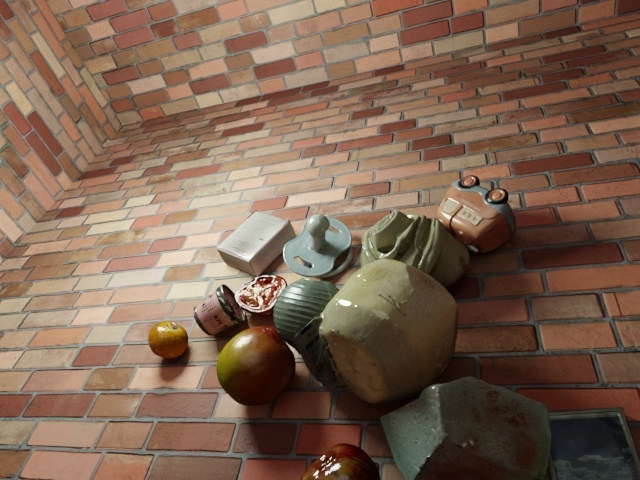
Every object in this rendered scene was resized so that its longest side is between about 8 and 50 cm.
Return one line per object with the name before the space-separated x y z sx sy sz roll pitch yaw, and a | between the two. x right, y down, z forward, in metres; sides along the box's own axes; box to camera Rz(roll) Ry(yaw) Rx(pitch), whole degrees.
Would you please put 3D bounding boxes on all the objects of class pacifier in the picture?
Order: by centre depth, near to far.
pacifier | 0.000 0.000 1.750 0.238 0.226 0.287 30 60 23

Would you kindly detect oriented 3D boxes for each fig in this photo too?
fig | 0.052 0.571 1.087 0.205 0.205 0.205 -13 39 11

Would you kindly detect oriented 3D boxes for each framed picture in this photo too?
framed picture | 0.592 0.488 1.057 0.188 0.023 0.260 -10 40 19

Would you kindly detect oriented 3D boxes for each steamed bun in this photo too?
steamed bun | 0.272 0.034 1.556 0.309 0.219 0.324 -40 39 -5

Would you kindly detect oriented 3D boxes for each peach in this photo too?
peach | -0.185 0.364 1.418 0.230 0.231 0.231 -13 39 11

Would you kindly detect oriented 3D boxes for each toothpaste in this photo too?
toothpaste | -0.008 0.317 1.339 0.061 0.266 0.096 25 56 40

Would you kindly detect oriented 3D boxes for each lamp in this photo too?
lamp | -0.030 0.233 1.484 0.265 0.233 0.233 10 48 29

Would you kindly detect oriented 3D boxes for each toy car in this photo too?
toy car | 0.509 -0.072 1.640 0.212 0.181 0.270 -40 42 -7

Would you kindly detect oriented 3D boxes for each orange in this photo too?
orange | -0.520 0.343 1.663 0.135 0.118 0.135 13 11 -2

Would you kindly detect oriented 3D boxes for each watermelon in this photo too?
watermelon | 0.302 0.413 1.088 0.386 0.259 0.229 -8 37 23

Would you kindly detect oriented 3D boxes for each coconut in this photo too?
coconut | 0.193 0.227 1.283 0.346 0.347 0.360 20 45 40

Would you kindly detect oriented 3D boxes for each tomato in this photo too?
tomato | -0.203 0.199 1.715 0.174 0.082 0.166 12 53 29

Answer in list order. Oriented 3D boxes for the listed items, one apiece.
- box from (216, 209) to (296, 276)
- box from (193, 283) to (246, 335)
box | -0.254 0.006 1.949 0.203 0.106 0.252 18 51 37
box | -0.353 0.247 1.683 0.135 0.151 0.151 -30 38 1
